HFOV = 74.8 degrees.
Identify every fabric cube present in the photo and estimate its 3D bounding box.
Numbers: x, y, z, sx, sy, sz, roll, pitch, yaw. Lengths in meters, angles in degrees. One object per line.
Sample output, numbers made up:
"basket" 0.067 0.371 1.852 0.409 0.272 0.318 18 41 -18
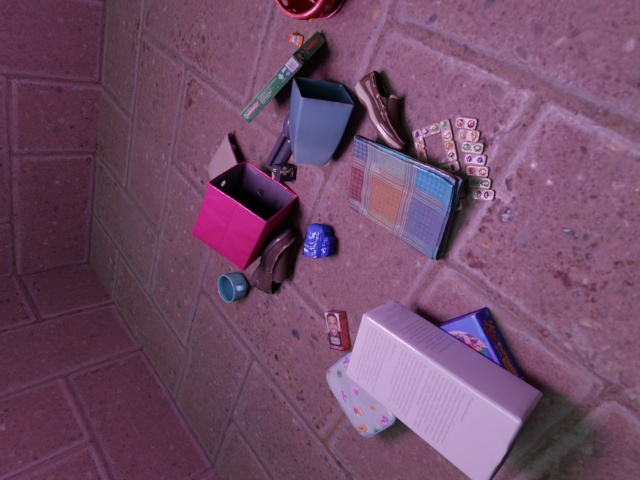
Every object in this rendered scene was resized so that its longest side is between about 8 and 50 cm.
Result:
"fabric cube" -0.287 -0.097 1.584 0.259 0.254 0.258 34 127 4

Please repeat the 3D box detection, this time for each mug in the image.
"mug" -0.386 0.217 1.915 0.157 0.097 0.129 34 121 33

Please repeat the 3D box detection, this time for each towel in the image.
"towel" 0.224 -0.129 1.231 0.370 0.040 0.271 35 137 35

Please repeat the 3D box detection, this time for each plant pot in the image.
"plant pot" -0.017 -0.369 1.345 0.166 0.165 0.234 -107 26 -48
"plant pot" -0.027 -0.768 1.258 0.191 0.174 0.191 12 118 24

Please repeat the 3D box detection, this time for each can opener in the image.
"can opener" -0.139 -0.368 1.538 0.076 0.095 0.283 55 131 21

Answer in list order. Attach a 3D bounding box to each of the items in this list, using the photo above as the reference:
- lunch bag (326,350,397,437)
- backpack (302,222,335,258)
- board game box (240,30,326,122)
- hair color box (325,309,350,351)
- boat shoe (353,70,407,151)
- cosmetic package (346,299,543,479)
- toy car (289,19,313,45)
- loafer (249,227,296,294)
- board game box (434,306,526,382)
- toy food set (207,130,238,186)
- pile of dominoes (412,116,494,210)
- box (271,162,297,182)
"lunch bag" 0.163 0.519 1.442 0.279 0.108 0.224 54 128 20
"backpack" 0.000 0.000 1.492 0.101 0.098 0.120 8 97 21
"board game box" -0.130 -0.548 1.417 0.046 0.213 0.317 42 137 -18
"hair color box" 0.063 0.330 1.540 0.072 0.043 0.141 -5 96 46
"boat shoe" 0.191 -0.384 1.217 0.095 0.095 0.257 -37 75 32
"cosmetic package" 0.304 0.381 1.121 0.453 0.161 0.230 32 120 35
"toy car" -0.075 -0.725 1.430 0.060 0.040 0.122 53 131 22
"loafer" -0.166 0.090 1.670 0.130 0.134 0.366 37 137 5
"board game box" 0.375 0.363 1.218 0.347 0.078 0.233 -34 75 43
"toy food set" -0.381 -0.286 1.813 0.219 0.092 0.306 -42 62 42
"pile of dominoes" 0.350 -0.206 1.138 0.196 0.040 0.251 -12 92 45
"box" -0.137 -0.255 1.570 0.052 0.083 0.062 23 116 39
